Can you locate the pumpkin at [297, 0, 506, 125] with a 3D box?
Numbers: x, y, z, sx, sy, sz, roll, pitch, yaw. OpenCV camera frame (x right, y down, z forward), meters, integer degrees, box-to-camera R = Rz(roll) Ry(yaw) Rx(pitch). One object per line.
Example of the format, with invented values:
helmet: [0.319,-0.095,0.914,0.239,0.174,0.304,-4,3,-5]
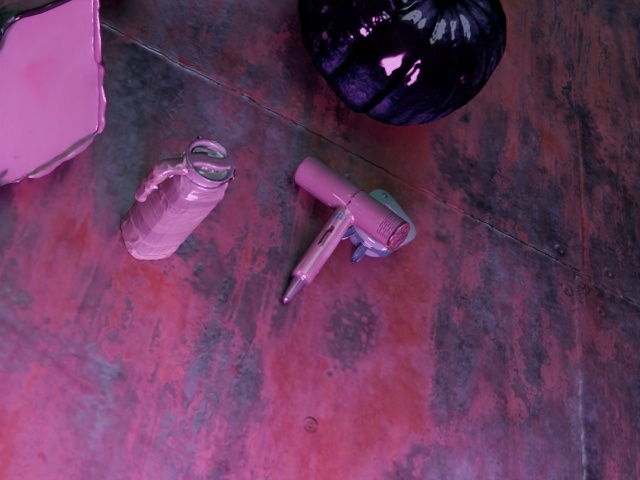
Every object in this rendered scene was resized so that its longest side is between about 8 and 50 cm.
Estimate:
pumpkin: [0.137,-0.369,1.748,0.363,0.266,0.363,17,56,-27]

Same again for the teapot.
teapot: [-0.198,-0.054,1.336,0.107,0.200,0.077,0,61,-37]

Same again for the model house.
model house: [-0.421,-0.231,1.294,0.237,0.237,0.202,29,47,22]

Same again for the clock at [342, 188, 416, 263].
clock: [0.082,-0.018,1.620,0.135,0.041,0.101,-31,81,-43]

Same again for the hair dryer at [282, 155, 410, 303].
hair dryer: [-0.011,-0.005,1.539,0.195,0.053,0.220,38,67,23]
